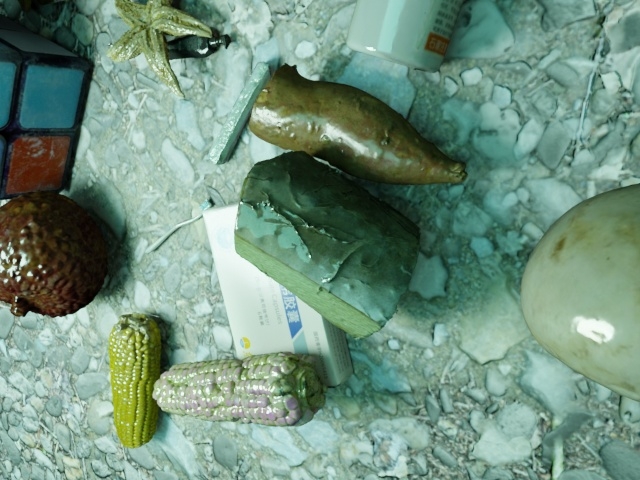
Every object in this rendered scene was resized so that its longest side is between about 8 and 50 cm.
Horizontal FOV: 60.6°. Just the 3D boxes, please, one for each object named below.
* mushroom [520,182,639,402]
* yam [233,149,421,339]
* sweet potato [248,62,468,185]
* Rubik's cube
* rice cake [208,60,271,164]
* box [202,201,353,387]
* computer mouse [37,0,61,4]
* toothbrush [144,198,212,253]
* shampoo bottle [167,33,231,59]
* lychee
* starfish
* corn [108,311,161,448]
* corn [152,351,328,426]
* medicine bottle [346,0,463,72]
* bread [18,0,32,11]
[{"bbox_3d":[0.391,0.088,0.632,0.298,0.297,0.289,-4,122,28],"label":"mushroom"},{"bbox_3d":[0.002,-0.005,0.808,0.272,0.202,0.201,27,70,-5],"label":"yam"},{"bbox_3d":[0.063,-0.157,0.817,0.337,0.131,0.131,24,110,17],"label":"sweet potato"},{"bbox_3d":[-0.704,-0.277,1.079,0.314,0.318,0.316,31,114,19],"label":"Rubik's cube"},{"bbox_3d":[-0.141,-0.221,0.961,0.033,0.033,0.207,41,115,16],"label":"rice cake"},{"bbox_3d":[-0.077,0.091,0.973,0.200,0.065,0.343,-10,96,28],"label":"box"},{"bbox_3d":[-0.460,-0.543,1.040,0.311,0.072,0.158,3,100,28],"label":"computer mouse"},{"bbox_3d":[-0.283,-0.022,1.084,0.204,0.017,0.022,-33,95,28],"label":"toothbrush"},{"bbox_3d":[-0.221,-0.349,0.979,0.137,0.027,0.048,0,92,27],"label":"shampoo bottle"},{"bbox_3d":[-0.563,0.031,1.119,0.261,0.261,0.260,6,103,26],"label":"lychee"},{"bbox_3d":[-0.292,-0.385,0.980,0.236,0.062,0.277,-36,68,15],"label":"starfish"},{"bbox_3d":[-0.390,0.299,1.162,0.106,0.106,0.304,14,111,24],"label":"corn"},{"bbox_3d":[-0.146,0.261,0.943,0.336,0.127,0.126,-13,94,32],"label":"corn"},{"bbox_3d":[0.132,-0.363,0.728,0.145,0.144,0.251,23,112,21],"label":"medicine bottle"},{"bbox_3d":[-0.614,-0.528,1.126,0.110,0.025,0.109,31,129,48],"label":"bread"}]
